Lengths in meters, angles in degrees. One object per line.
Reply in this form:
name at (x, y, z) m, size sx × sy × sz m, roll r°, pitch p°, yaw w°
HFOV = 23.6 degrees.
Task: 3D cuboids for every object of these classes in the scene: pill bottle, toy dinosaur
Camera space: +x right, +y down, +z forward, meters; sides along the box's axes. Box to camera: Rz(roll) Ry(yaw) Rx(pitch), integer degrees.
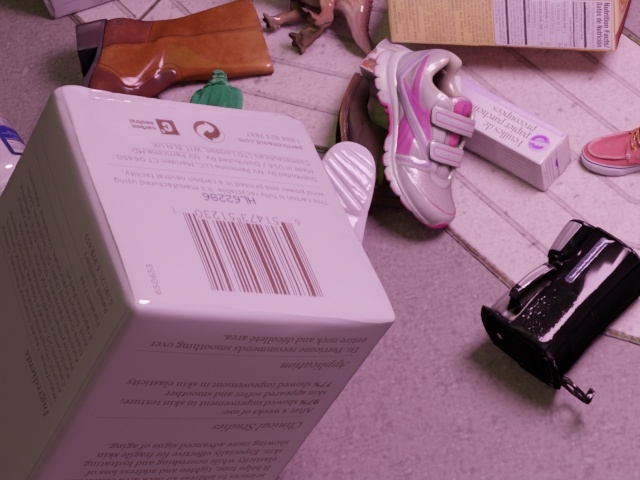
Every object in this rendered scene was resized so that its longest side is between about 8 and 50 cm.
pill bottle at (-0.459, -0.093, 2.180) m, size 0.112 × 0.112 × 0.186 m, roll -33°, pitch 54°, yaw -8°
toy dinosaur at (0.009, -0.392, 2.255) m, size 0.200 × 0.127 × 0.296 m, roll -39°, pitch 61°, yaw -20°

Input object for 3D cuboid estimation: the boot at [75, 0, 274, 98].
boot at (-0.208, -0.229, 2.244) m, size 0.281 × 0.096 × 0.264 m, roll -8°, pitch 53°, yaw -4°

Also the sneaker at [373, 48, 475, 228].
sneaker at (0.147, -0.142, 2.003) m, size 0.111 × 0.103 × 0.252 m, roll -15°, pitch 81°, yaw 33°

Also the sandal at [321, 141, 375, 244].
sandal at (0.010, 0.003, 2.002) m, size 0.102 × 0.076 × 0.265 m, roll 20°, pitch 78°, yaw -1°

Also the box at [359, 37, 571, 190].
box at (0.194, -0.176, 2.086) m, size 0.324 × 0.067 × 0.063 m, roll 32°, pitch 69°, yaw 32°

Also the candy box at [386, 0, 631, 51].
candy box at (0.269, -0.346, 2.134) m, size 0.317 × 0.087 × 0.183 m, roll 4°, pitch 37°, yaw 19°

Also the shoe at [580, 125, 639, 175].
shoe at (0.425, -0.134, 1.983) m, size 0.178 × 0.081 × 0.063 m, roll -3°, pitch 56°, yaw 14°

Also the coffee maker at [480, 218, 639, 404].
coffee maker at (0.313, 0.085, 1.859) m, size 0.171 × 0.120 × 0.178 m, roll 44°, pitch 76°, yaw 10°

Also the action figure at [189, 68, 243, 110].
action figure at (-0.151, -0.138, 2.145) m, size 0.137 × 0.063 × 0.232 m, roll 0°, pitch 66°, yaw 13°

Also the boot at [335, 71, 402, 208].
boot at (0.071, -0.131, 2.097) m, size 0.106 × 0.082 × 0.219 m, roll 10°, pitch 59°, yaw 1°

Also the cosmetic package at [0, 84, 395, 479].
cosmetic package at (-0.189, 0.087, 1.743) m, size 0.329 × 0.393 × 0.327 m, roll 5°, pitch 45°, yaw -35°

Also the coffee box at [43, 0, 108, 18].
coffee box at (-0.335, -0.616, 2.362) m, size 0.338 × 0.338 × 0.334 m, roll -17°, pitch 53°, yaw 3°
